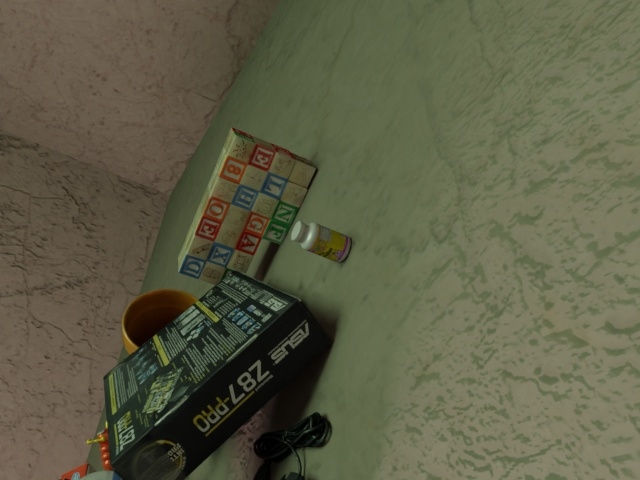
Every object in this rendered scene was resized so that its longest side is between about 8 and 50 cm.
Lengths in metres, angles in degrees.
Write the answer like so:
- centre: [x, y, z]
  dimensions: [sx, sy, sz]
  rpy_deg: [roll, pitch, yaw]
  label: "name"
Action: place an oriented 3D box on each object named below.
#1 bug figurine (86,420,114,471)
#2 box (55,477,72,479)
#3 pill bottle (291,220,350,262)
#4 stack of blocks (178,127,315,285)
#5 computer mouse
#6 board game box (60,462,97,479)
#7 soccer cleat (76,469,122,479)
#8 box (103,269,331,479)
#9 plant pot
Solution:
- centre: [-0.329, 0.424, 1.082]
  dimensions: [0.279, 0.072, 0.216]
  rpy_deg: [-28, 76, 35]
  label: "bug figurine"
- centre: [-0.251, 0.362, 0.691]
  dimensions: [0.295, 0.294, 0.073]
  rpy_deg: [81, -156, -70]
  label: "box"
- centre: [0.000, 0.000, 0.864]
  dimensions: [0.043, 0.083, 0.043]
  rpy_deg: [-52, 26, 38]
  label: "pill bottle"
- centre: [-0.153, -0.053, 1.170]
  dimensions: [0.297, 0.171, 0.087]
  rpy_deg: [-64, 21, 13]
  label: "stack of blocks"
- centre: [-0.070, 0.351, 0.726]
  dimensions: [0.184, 0.060, 0.261]
  rpy_deg: [-38, 35, 52]
  label: "computer mouse"
- centre: [-0.434, 0.632, 1.116]
  dimensions: [0.064, 0.242, 0.316]
  rpy_deg: [-24, 28, 2]
  label: "board game box"
- centre: [-0.320, 0.505, 0.921]
  dimensions: [0.331, 0.143, 0.115]
  rpy_deg: [33, 107, 38]
  label: "soccer cleat"
- centre: [-0.190, 0.194, 0.931]
  dimensions: [0.318, 0.097, 0.395]
  rpy_deg: [-39, 16, -16]
  label: "box"
- centre: [-0.382, 0.255, 1.428]
  dimensions: [0.205, 0.205, 0.187]
  rpy_deg: [-92, 16, -47]
  label: "plant pot"
